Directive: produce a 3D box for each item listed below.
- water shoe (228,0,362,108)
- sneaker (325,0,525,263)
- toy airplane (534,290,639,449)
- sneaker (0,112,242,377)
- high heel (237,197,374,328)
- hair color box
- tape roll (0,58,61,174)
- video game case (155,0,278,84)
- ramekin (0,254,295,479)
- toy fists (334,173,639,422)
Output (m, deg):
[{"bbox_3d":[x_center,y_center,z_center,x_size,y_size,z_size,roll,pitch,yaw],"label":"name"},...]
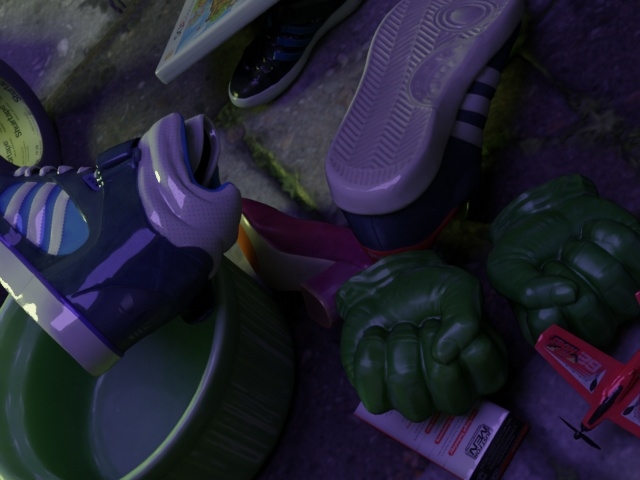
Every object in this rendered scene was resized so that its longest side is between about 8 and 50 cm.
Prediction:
[{"bbox_3d":[-0.040,-0.233,1.593,0.203,0.080,0.073,-48,48,5],"label":"water shoe"},{"bbox_3d":[0.108,-0.110,1.403,0.131,0.148,0.350,6,46,30],"label":"sneaker"},{"bbox_3d":[0.249,0.100,1.198,0.151,0.028,0.151,1,94,9],"label":"toy airplane"},{"bbox_3d":[-0.196,-0.035,1.384,0.236,0.130,0.323,-45,42,-5],"label":"sneaker"},{"bbox_3d":[0.000,0.000,1.461,0.117,0.082,0.244,-27,29,-18],"label":"high heel"},{"bbox_3d":[0.104,0.156,1.303,0.141,0.043,0.072,27,83,43],"label":"hair color box"},{"bbox_3d":[-0.389,-0.120,1.716,0.080,0.189,0.189,-29,52,22],"label":"tape roll"},{"bbox_3d":[-0.081,-0.280,1.616,0.212,0.023,0.193,-32,28,32],"label":"video game case"},{"bbox_3d":[-0.171,0.131,1.448,0.303,0.148,0.303,-17,57,29],"label":"ramekin"},{"bbox_3d":[0.146,0.052,1.263,0.279,0.096,0.142,-25,54,1],"label":"toy fists"}]
